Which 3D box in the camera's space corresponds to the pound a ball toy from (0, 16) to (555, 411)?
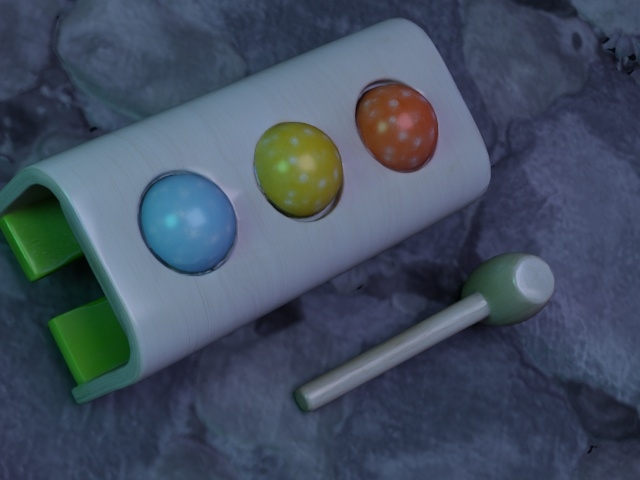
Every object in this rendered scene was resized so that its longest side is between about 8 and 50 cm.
[{"bbox_3d":[0.000,0.000,0.910,0.319,0.135,0.208,-26,89,-36],"label":"pound a ball toy"}]
